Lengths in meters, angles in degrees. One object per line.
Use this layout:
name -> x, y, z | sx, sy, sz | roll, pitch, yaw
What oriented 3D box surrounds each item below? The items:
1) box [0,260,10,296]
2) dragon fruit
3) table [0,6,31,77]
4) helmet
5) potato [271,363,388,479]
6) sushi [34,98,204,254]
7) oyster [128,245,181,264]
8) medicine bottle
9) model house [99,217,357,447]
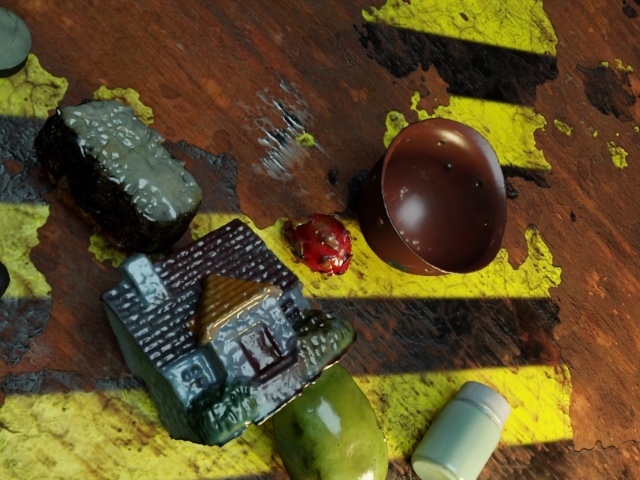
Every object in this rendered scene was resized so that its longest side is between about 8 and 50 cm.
box -> -0.711, 0.090, 1.233 | 0.290, 0.073, 0.288 | 34, 63, -14
dragon fruit -> 0.000, 0.000, 1.592 | 0.166, 0.136, 0.133 | 34, 87, 8
table -> -0.626, -0.379, 1.425 | 0.134, 0.043, 0.133 | 8, 73, -25
helmet -> 0.221, -0.073, 1.665 | 0.337, 0.230, 0.385 | 41, 53, -13
potato -> 0.016, 0.380, 1.438 | 0.216, 0.216, 0.304 | -38, 106, -30
sushi -> -0.366, -0.110, 1.398 | 0.343, 0.182, 0.196 | 47, 46, 0
oyster -> -0.315, 0.062, 1.458 | 0.106, 0.056, 0.177 | 5, 69, -34
medicine bottle -> 0.307, 0.429, 1.619 | 0.139, 0.139, 0.225 | 46, 61, -9
model house -> -0.174, 0.129, 1.355 | 0.360, 0.297, 0.339 | -32, 96, -28
